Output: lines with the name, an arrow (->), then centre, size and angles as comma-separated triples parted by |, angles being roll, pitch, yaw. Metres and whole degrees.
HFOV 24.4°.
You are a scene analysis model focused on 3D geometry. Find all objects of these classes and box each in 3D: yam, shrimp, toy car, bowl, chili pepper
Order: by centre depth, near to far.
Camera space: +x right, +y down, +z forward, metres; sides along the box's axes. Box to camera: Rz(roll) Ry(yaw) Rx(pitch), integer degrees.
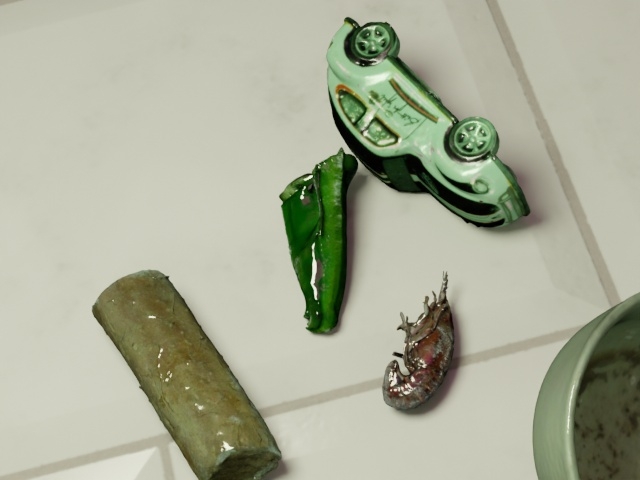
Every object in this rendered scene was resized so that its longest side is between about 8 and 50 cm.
bowl -> 0.300, 0.190, 1.381 | 0.289, 0.146, 0.289 | 6, 78, -30
yam -> -0.138, 0.145, 1.521 | 0.093, 0.093, 0.259 | -30, 59, -12
shrimp -> 0.108, 0.103, 1.539 | 0.065, 0.057, 0.165 | 5, 55, 17
chili pepper -> -0.003, -0.001, 1.614 | 0.062, 0.108, 0.216 | 15, 63, -23
toy car -> 0.102, -0.116, 1.639 | 0.125, 0.136, 0.306 | -39, 62, -1
